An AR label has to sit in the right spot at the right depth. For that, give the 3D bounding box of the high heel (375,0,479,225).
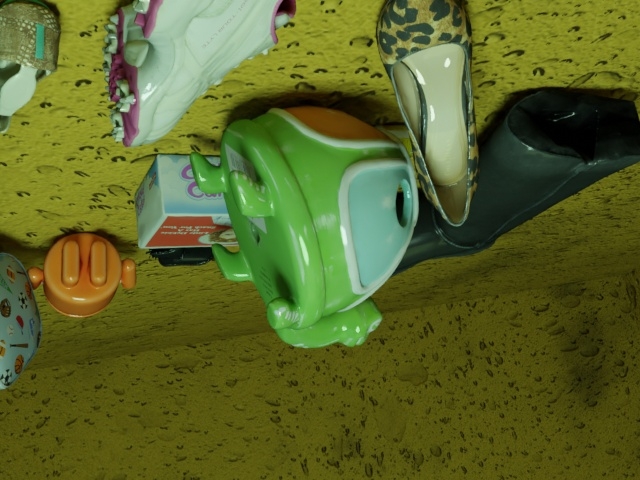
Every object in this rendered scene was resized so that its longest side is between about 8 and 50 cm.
[{"bbox_3d":[0.121,-0.126,0.641,0.093,0.186,0.261,-13,165,11],"label":"high heel"}]

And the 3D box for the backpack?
[{"bbox_3d":[-0.556,0.116,0.982,0.213,0.276,0.263,-6,-162,-9],"label":"backpack"}]

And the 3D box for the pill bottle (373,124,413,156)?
[{"bbox_3d":[0.094,-0.135,0.872,0.083,0.043,0.043,-4,164,-21],"label":"pill bottle"}]

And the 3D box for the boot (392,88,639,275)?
[{"bbox_3d":[0.214,-0.066,1.002,0.367,0.146,0.445,-14,170,-18],"label":"boot"}]

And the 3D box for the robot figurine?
[{"bbox_3d":[-0.413,0.065,1.120,0.158,0.128,0.219,-42,-178,-29],"label":"robot figurine"}]

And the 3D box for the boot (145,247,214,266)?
[{"bbox_3d":[-0.262,0.016,1.210,0.121,0.045,0.099,-8,162,-4],"label":"boot"}]

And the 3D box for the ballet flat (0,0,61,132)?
[{"bbox_3d":[-0.293,-0.135,0.571,0.073,0.067,0.206,1,162,-43],"label":"ballet flat"}]

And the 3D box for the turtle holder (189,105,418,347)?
[{"bbox_3d":[0.005,-0.007,0.779,0.228,0.320,0.243,-22,-177,-21],"label":"turtle holder"}]

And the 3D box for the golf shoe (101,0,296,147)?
[{"bbox_3d":[-0.099,-0.161,0.526,0.140,0.115,0.306,-6,166,-27],"label":"golf shoe"}]

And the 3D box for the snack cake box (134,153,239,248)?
[{"bbox_3d":[-0.124,-0.053,0.949,0.265,0.089,0.152,-1,165,-28],"label":"snack cake box"}]
